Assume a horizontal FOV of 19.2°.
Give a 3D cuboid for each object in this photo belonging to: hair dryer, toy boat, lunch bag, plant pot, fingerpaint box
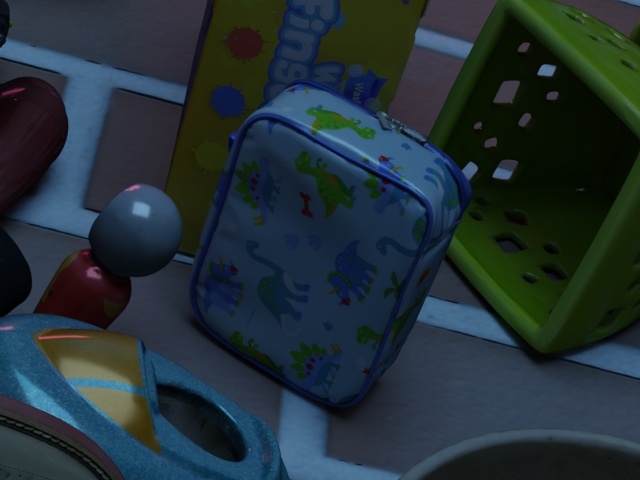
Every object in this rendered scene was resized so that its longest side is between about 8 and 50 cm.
[{"bbox_3d":[-0.316,-0.088,1.521,0.223,0.080,0.293,-16,41,-19],"label":"hair dryer"},{"bbox_3d":[-0.133,0.087,1.252,0.267,0.148,0.318,29,21,-28],"label":"toy boat"},{"bbox_3d":[0.000,0.000,1.407,0.176,0.219,0.090,29,35,13],"label":"lunch bag"},{"bbox_3d":[0.242,-0.060,1.615,0.207,0.227,0.228,-2,40,-39],"label":"plant pot"},{"bbox_3d":[0.007,-0.251,1.551,0.163,0.445,0.371,16,36,-5],"label":"fingerpaint box"}]

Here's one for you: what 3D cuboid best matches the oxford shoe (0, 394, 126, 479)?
[{"bbox_3d":[-0.151,0.198,1.050,0.348,0.123,0.130,38,29,-28],"label":"oxford shoe"}]

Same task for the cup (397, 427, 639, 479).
[{"bbox_3d":[0.142,0.304,1.058,0.331,0.237,0.331,14,35,-10],"label":"cup"}]

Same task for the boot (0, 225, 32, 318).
[{"bbox_3d":[-0.347,0.019,1.317,0.246,0.094,0.207,31,40,3],"label":"boot"}]
